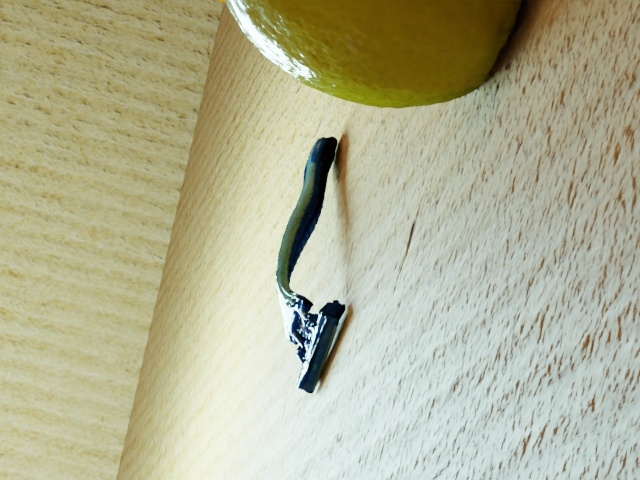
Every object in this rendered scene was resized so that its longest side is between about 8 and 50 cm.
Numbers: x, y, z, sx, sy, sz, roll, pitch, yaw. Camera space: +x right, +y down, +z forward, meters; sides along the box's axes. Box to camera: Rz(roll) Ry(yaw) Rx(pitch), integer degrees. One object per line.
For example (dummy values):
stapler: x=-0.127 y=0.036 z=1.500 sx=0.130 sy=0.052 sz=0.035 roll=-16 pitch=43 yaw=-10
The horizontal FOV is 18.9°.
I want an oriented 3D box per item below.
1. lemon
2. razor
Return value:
lemon: x=0.034 y=-0.218 z=1.376 sx=0.240 sy=0.219 sz=0.240 roll=-168 pitch=90 yaw=-83
razor: x=-0.012 y=-0.003 z=1.795 sx=0.324 sy=0.056 sz=0.093 roll=-87 pitch=14 yaw=-52
